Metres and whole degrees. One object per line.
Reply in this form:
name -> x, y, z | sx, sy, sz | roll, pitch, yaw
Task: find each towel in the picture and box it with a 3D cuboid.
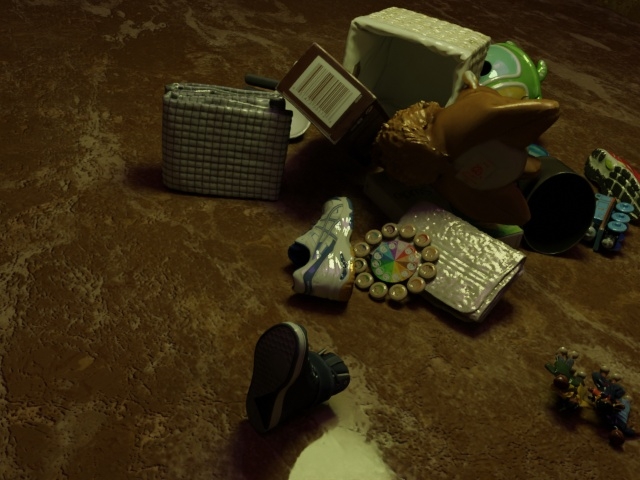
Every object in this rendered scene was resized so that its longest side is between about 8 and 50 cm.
towel -> 0.259, 0.038, 1.381 | 0.282, 0.049, 0.187 | 35, 71, 31
towel -> -0.215, -0.229, 1.533 | 0.284, 0.234, 0.121 | 4, 32, -8

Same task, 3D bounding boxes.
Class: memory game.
memory game -> 0.150, 0.041, 1.372 | 0.186, 0.012, 0.186 | -8, 56, 12

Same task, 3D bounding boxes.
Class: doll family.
doll family -> 0.472, 0.273, 1.167 | 0.193, 0.076, 0.111 | 23, 34, 12

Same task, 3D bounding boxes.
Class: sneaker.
sneaker -> 0.814, -0.156, 1.787 | 0.119, 0.107, 0.279 | 11, 38, -15
sneaker -> 0.000, 0.000, 1.382 | 0.131, 0.111, 0.296 | 5, 36, -3
sneaker -> -0.020, 0.188, 1.040 | 0.164, 0.226, 0.086 | -16, 52, -35

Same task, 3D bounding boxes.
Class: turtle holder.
turtle holder -> 0.516, -0.423, 1.980 | 0.228, 0.243, 0.320 | -18, 80, -31

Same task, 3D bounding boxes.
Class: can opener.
can opener -> -0.084, -0.418, 1.961 | 0.284, 0.075, 0.095 | 15, 5, 7

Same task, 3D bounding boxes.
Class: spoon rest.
spoon rest -> -0.078, -0.390, 1.836 | 0.137, 0.084, 0.276 | 12, 60, 3

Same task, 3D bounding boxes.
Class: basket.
basket -> 0.243, -0.425, 1.824 | 0.332, 0.328, 0.266 | 23, 35, 17
basket -> 0.546, -0.108, 1.603 | 0.154, 0.204, 0.227 | 12, 28, 2

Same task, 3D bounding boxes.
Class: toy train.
toy train -> 0.689, -0.042, 1.630 | 0.105, 0.080, 0.184 | 18, 39, 25

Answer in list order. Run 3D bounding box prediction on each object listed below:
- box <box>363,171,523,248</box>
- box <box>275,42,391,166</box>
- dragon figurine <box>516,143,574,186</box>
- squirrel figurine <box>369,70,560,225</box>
box -> 0.282, -0.070, 1.583 | 0.232, 0.058, 0.322 | -14, 45, -28
box -> 0.052, -0.304, 1.578 | 0.191, 0.143, 0.381 | 45, 10, 12
dragon figurine -> 0.552, -0.204, 1.798 | 0.144, 0.085, 0.289 | -13, 43, -27
squirrel figurine -> 0.308, -0.248, 1.514 | 0.397, 0.280, 0.370 | 1, 34, 8
